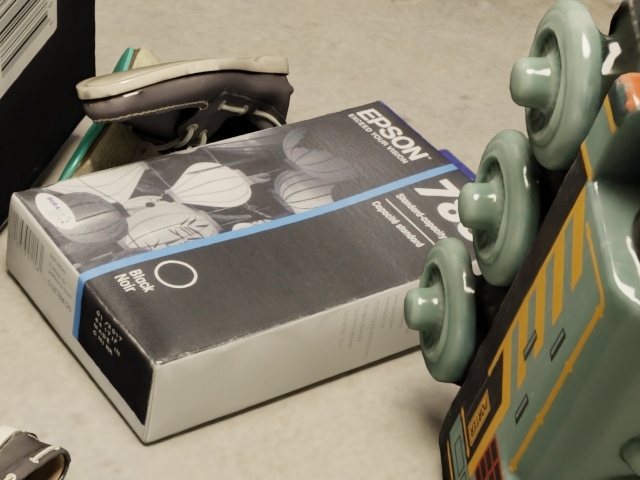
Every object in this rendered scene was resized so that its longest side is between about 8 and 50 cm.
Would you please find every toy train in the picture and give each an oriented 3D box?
[{"bbox_3d":[0.139,0.032,0.802,0.142,0.334,0.190,4,52,-14],"label":"toy train"}]

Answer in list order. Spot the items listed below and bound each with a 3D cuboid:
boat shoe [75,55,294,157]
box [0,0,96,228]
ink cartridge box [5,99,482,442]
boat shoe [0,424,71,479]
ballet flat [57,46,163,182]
[{"bbox_3d":[-0.074,-0.077,1.041,0.075,0.065,0.206,-4,5,26],"label":"boat shoe"},{"bbox_3d":[-0.294,-0.173,0.953,0.294,0.296,0.182,20,48,11],"label":"box"},{"bbox_3d":[0.000,0.000,1.012,0.333,0.065,0.165,-17,44,-33],"label":"ink cartridge box"},{"bbox_3d":[-0.158,0.134,0.810,0.038,0.046,0.125,14,28,11],"label":"boat shoe"},{"bbox_3d":[-0.120,-0.068,1.079,0.052,0.057,0.168,32,37,-13],"label":"ballet flat"}]
